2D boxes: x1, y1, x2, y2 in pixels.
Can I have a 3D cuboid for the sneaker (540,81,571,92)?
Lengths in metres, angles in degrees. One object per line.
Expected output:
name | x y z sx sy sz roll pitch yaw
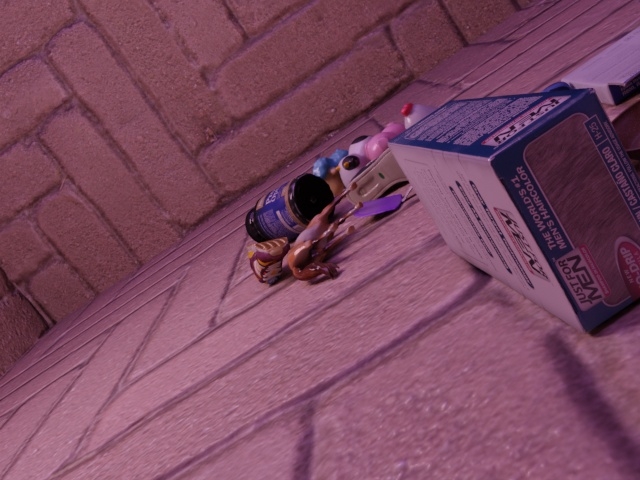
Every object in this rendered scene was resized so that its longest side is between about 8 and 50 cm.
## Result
sneaker | 0.362 -0.201 1.087 0.144 0.053 0.059 -46 14 -10

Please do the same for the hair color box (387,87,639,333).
hair color box | 0.189 -0.050 0.692 0.105 0.174 0.347 -34 13 0

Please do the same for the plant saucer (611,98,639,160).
plant saucer | 0.419 -0.144 0.764 0.198 0.036 0.198 -34 13 9

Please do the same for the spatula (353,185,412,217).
spatula | 0.191 -0.110 1.239 0.296 0.030 0.084 -29 15 23

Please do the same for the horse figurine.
horse figurine | 0.000 0.000 1.224 0.174 0.066 0.263 -42 14 30

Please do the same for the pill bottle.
pill bottle | -0.077 -0.063 1.538 0.219 0.123 0.123 -23 17 49

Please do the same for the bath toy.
bath toy | 0.137 -0.206 1.514 0.348 0.129 0.151 -23 51 46

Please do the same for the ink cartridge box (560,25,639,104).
ink cartridge box | 0.511 -0.287 1.031 0.223 0.045 0.224 -34 14 6

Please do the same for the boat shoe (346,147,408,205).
boat shoe | 0.153 -0.155 1.381 0.233 0.084 0.079 -31 13 31

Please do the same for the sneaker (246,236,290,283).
sneaker | -0.093 0.042 1.298 0.069 0.084 0.185 -15 3 -14
